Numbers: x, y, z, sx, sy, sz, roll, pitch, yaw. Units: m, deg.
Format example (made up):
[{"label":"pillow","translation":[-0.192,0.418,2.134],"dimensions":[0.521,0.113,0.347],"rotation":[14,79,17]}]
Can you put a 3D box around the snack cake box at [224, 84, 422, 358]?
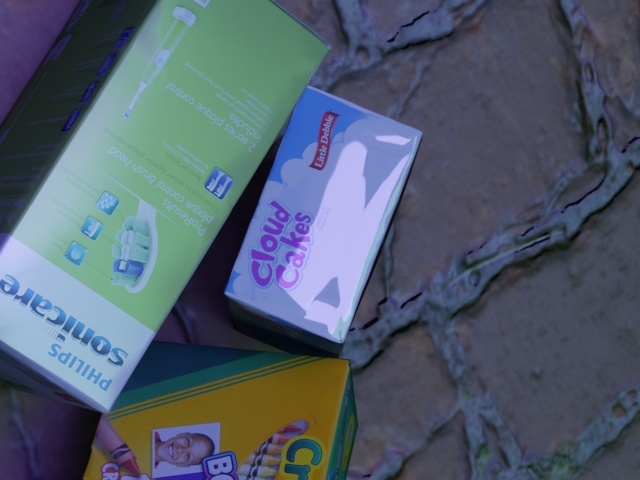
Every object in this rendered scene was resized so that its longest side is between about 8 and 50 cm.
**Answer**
[{"label":"snack cake box","translation":[0.000,0.000,1.310],"dimensions":[0.089,0.264,0.152],"rotation":[22,82,2]}]

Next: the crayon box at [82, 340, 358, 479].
[{"label":"crayon box","translation":[-0.079,0.202,1.225],"dimensions":[0.081,0.165,0.278],"rotation":[84,15,-48]}]

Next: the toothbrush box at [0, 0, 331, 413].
[{"label":"toothbrush box","translation":[-0.146,-0.041,1.222],"dimensions":[0.122,0.206,0.283],"rotation":[37,74,-21]}]
